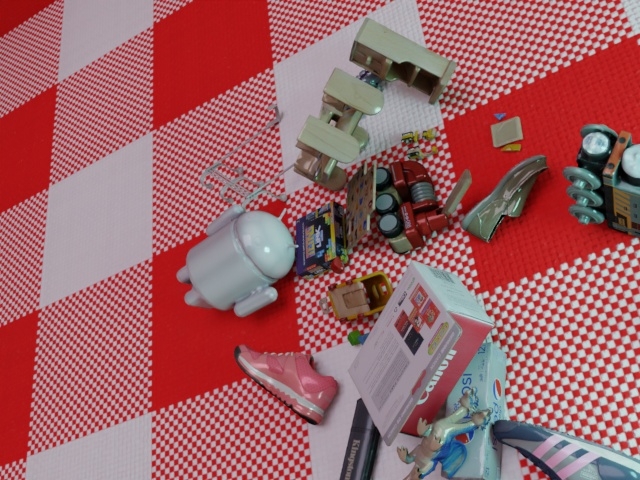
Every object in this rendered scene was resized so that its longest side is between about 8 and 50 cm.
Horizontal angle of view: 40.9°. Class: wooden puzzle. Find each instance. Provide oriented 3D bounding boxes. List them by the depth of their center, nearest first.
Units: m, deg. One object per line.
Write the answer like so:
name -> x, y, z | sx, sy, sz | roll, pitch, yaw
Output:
wooden puzzle -> 0.455, -0.263, 2.094 | 0.078, 0.014, 0.116 | -9, 62, 28

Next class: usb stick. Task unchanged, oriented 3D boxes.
usb stick -> 0.088, 0.491, 1.936 | 0.077, 0.045, 0.278 | 1, 68, 35

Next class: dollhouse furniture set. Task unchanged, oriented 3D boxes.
dollhouse furniture set -> 0.131, -0.312, 2.166 | 0.256, 0.362, 0.394 | 27, 81, 1

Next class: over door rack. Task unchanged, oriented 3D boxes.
over door rack -> -0.158, -0.220, 2.466 | 0.324, 0.108, 0.239 | -46, 48, -12

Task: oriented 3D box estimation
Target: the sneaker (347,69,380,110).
sneaker -> 0.120, -0.404, 2.385 | 0.224, 0.083, 0.098 | -36, 73, 18

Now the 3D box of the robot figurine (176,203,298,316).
robot figurine -> -0.214, 0.052, 2.281 | 0.353, 0.200, 0.300 | -32, 69, 20

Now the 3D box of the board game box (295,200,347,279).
board game box -> 0.000, 0.000, 2.245 | 0.141, 0.048, 0.170 | -26, 53, 34

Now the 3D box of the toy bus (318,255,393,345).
toy bus -> 0.096, 0.136, 2.078 | 0.104, 0.191, 0.202 | -18, 43, -27

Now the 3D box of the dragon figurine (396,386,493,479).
dragon figurine -> 0.235, 0.422, 1.717 | 0.085, 0.144, 0.289 | 45, 117, 41

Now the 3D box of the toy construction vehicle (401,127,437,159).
toy construction vehicle -> 0.257, -0.248, 2.220 | 0.098, 0.035, 0.086 | -13, 49, 27

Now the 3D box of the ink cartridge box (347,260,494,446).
ink cartridge box -> 0.216, 0.249, 1.810 | 0.309, 0.130, 0.272 | -62, 27, 20

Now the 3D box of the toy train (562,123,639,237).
toy train -> 0.600, -0.113, 1.712 | 0.190, 0.334, 0.142 | 20, 77, 26

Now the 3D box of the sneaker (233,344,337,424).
sneaker -> -0.080, 0.327, 2.122 | 0.314, 0.116, 0.136 | 30, 76, 35

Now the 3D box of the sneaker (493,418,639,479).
sneaker -> 0.463, 0.439, 1.647 | 0.319, 0.112, 0.131 | 12, 74, 40

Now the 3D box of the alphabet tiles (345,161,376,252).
alphabet tiles -> 0.099, -0.094, 2.148 | 0.237, 0.009, 0.198 | 130, 145, -66

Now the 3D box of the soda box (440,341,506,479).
soda box -> 0.324, 0.363, 1.802 | 0.098, 0.091, 0.286 | -8, 62, 34

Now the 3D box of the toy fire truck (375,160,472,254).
toy fire truck -> 0.253, -0.111, 2.082 | 0.246, 0.158, 0.217 | -18, 56, 14

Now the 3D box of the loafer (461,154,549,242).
loafer -> 0.439, -0.093, 1.977 | 0.251, 0.094, 0.087 | -47, 72, 18
